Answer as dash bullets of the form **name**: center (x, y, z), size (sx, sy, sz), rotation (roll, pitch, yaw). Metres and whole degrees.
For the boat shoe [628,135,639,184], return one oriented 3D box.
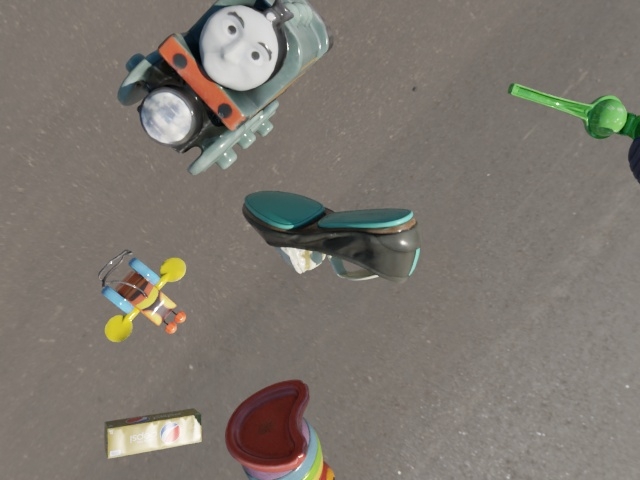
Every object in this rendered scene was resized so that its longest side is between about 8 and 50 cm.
- **boat shoe**: center (0.414, -0.051, 0.577), size (0.066, 0.066, 0.183), rotation (-4, 58, 3)

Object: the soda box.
- **soda box**: center (-0.335, 0.385, 1.043), size (0.181, 0.061, 0.058), rotation (1, 86, -28)

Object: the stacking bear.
- **stacking bear**: center (-0.058, 0.438, 1.026), size (0.164, 0.175, 0.289), rotation (-13, 128, 12)

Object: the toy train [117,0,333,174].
- **toy train**: center (-0.087, -0.196, 0.583), size (0.190, 0.334, 0.142), rotation (-39, 103, 20)

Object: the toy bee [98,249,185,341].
- **toy bee**: center (-0.347, 0.125, 1.018), size (0.162, 0.298, 0.195), rotation (42, 94, -6)

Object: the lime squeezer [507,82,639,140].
- **lime squeezer**: center (0.389, -0.141, 0.653), size (0.310, 0.110, 0.059), rotation (22, 125, 15)

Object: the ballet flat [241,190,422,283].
- **ballet flat**: center (0.000, 0.000, 0.661), size (0.095, 0.280, 0.096), rotation (-27, 118, -39)
